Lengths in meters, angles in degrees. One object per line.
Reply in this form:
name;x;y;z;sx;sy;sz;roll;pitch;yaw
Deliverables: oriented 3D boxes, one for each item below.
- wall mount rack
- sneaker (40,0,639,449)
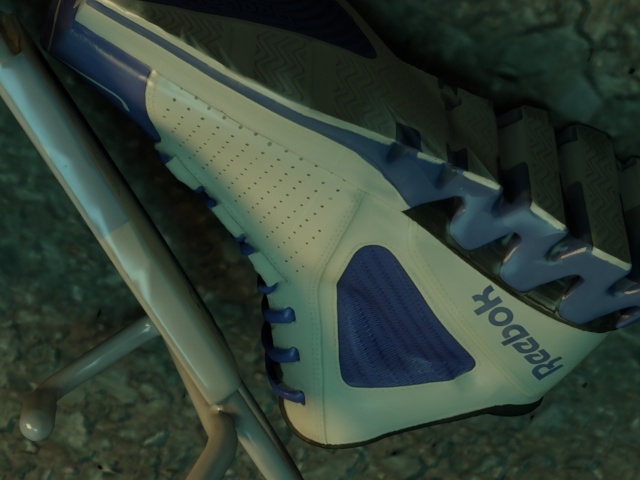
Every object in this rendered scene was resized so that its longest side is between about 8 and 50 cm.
wall mount rack;-0.129;0.025;0.741;0.130;0.304;0.350;-33;111;-2
sneaker;0.001;0.001;0.818;0.315;0.127;0.182;28;121;-12
